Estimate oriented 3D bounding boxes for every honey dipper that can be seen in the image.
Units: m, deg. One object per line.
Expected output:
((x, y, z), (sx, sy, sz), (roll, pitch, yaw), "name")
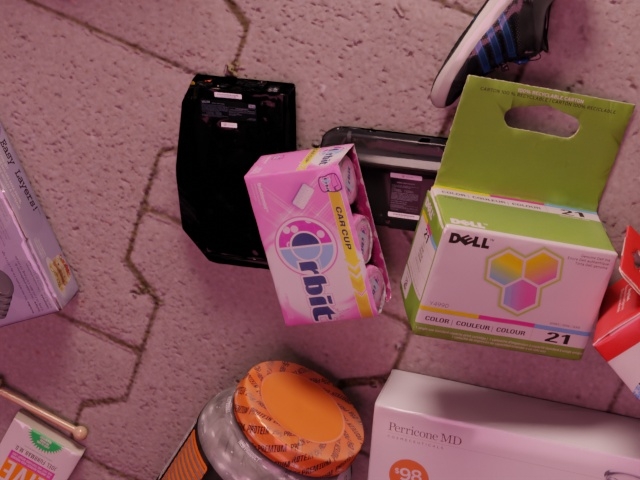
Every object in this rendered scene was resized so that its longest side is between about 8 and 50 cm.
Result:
((-0.358, 0.204, 2.012), (0.161, 0.030, 0.030), (27, 119, 0), "honey dipper")

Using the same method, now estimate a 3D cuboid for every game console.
((0.016, -0.059, 1.761), (0.361, 0.044, 0.213), (8, 118, 15), "game console")

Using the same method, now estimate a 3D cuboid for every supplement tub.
((-0.091, 0.299, 1.872), (0.193, 0.193, 0.316), (34, 120, 0), "supplement tub")

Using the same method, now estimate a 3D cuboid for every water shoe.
((0.185, -0.198, 1.624), (0.080, 0.073, 0.203), (34, 120, -2), "water shoe")

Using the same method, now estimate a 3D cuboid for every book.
((-0.366, 0.290, 2.052), (0.096, 0.035, 0.144), (31, 118, -2), "book")

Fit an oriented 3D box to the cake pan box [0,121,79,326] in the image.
((-0.445, -0.014, 1.915), (0.246, 0.070, 0.267), (-18, 107, 22), "cake pan box")

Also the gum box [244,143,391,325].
((0.000, 0.000, 1.733), (0.107, 0.062, 0.188), (-6, 113, 21), "gum box")

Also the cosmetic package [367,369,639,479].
((0.239, 0.321, 1.834), (0.377, 0.097, 0.284), (10, 114, 13), "cosmetic package")

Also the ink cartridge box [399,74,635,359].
((0.205, -0.021, 1.653), (0.189, 0.097, 0.255), (9, 119, -10), "ink cartridge box")

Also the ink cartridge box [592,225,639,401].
((0.354, 0.110, 1.673), (0.078, 0.134, 0.231), (-37, 99, 24), "ink cartridge box")
